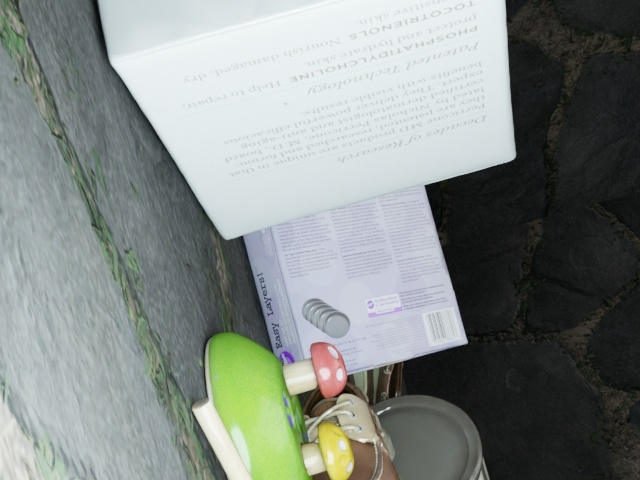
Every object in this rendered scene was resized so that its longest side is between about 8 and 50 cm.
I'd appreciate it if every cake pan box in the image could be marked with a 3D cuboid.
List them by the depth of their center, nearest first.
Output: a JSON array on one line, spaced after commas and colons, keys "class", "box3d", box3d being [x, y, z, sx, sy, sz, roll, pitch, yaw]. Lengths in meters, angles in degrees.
[{"class": "cake pan box", "box3d": [0.043, 0.034, 1.646, 0.070, 0.267, 0.245, -21, -98, 52]}]

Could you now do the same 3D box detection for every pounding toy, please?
[{"class": "pounding toy", "box3d": [-0.023, 0.164, 1.176, 0.237, 0.110, 0.182, -87, 161, -76]}]

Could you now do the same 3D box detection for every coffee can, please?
[{"class": "coffee can", "box3d": [0.140, 0.370, 1.839, 0.201, 0.202, 0.275, -100, 173, -47]}]

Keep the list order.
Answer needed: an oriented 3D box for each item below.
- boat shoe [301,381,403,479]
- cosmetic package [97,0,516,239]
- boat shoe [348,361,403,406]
[{"class": "boat shoe", "box3d": [0.017, 0.230, 1.479, 0.324, 0.123, 0.116, -119, -175, -83]}, {"class": "cosmetic package", "box3d": [-0.016, -0.251, 1.307, 0.393, 0.328, 0.329, 65, 10, -67]}, {"class": "boat shoe", "box3d": [0.093, 0.263, 2.022, 0.095, 0.095, 0.257, 26, 60, -70]}]
